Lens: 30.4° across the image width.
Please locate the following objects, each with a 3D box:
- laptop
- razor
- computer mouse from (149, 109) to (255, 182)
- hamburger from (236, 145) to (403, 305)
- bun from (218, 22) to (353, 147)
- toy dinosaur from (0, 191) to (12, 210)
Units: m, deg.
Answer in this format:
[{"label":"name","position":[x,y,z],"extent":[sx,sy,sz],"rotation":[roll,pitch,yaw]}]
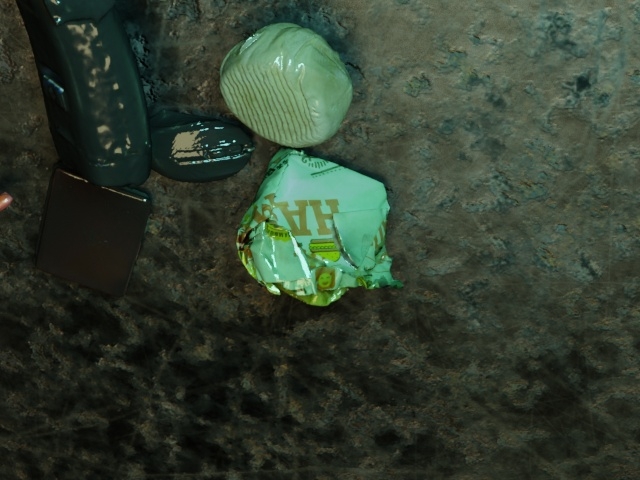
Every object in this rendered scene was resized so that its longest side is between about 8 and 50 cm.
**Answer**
[{"label":"laptop","position":[-0.340,-0.013,1.753],"extent":[0.154,0.026,0.207],"rotation":[19,129,-4]},{"label":"razor","position":[-0.304,-0.227,1.494],"extent":[0.189,0.107,0.326],"rotation":[35,145,42]},{"label":"computer mouse","position":[-0.177,-0.124,1.610],"extent":[0.172,0.057,0.099],"rotation":[2,119,9]},{"label":"hamburger","position":[0.003,0.001,1.573],"extent":[0.235,0.214,0.125],"rotation":[31,138,-17]},{"label":"bun","position":[-0.037,-0.205,1.484],"extent":[0.167,0.113,0.173],"rotation":[27,151,-2]},{"label":"toy dinosaur","position":[-0.571,-0.011,1.732],"extent":[0.286,0.139,0.070],"rotation":[-19,119,25]}]
